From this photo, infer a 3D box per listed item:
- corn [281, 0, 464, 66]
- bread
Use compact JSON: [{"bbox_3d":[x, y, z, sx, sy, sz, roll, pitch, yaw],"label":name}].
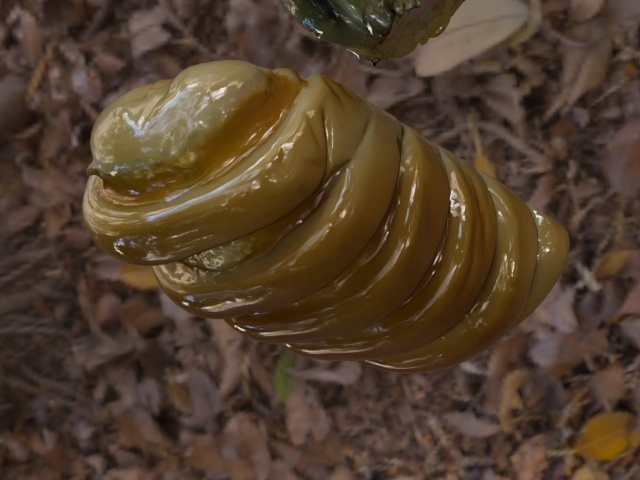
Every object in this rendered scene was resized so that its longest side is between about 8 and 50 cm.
[{"bbox_3d":[-0.010,-0.240,0.859,0.305,0.123,0.122,56,141,22],"label":"corn"},{"bbox_3d":[0.000,0.000,0.813,0.173,0.311,0.121,-14,65,38],"label":"bread"}]
